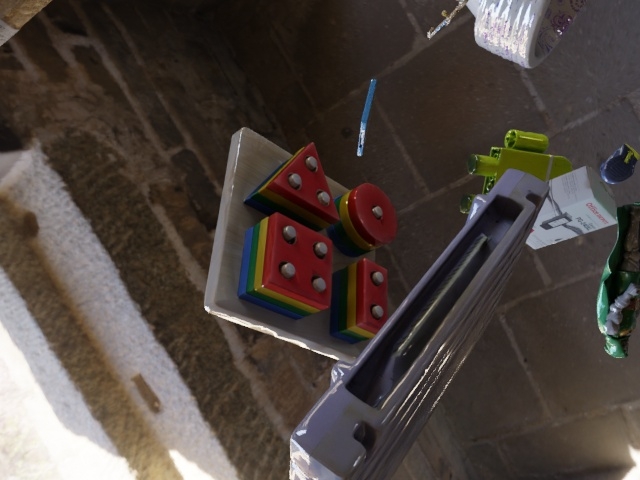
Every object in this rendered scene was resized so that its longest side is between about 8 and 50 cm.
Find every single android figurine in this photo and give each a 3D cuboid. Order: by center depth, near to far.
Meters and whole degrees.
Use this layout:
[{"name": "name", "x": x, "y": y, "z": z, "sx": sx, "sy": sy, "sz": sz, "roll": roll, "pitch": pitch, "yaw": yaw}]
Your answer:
[{"name": "android figurine", "x": 0.434, "y": -0.107, "z": 1.199, "sx": 0.272, "sy": 0.056, "sz": 0.249, "roll": 3, "pitch": 101, "yaw": -16}]

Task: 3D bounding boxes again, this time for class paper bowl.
[{"name": "paper bowl", "x": 0.309, "y": -0.406, "z": 0.792, "sx": 0.148, "sy": 0.284, "sz": 0.284, "roll": 34, "pitch": 116, "yaw": 18}]

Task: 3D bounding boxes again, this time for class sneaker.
[{"name": "sneaker", "x": 0.604, "y": -0.146, "z": 1.144, "sx": 0.053, "sy": 0.144, "sz": 0.059, "roll": 49, "pitch": 140, "yaw": 9}]

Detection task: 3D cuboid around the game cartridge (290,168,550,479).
[{"name": "game cartridge", "x": 0.093, "y": 0.111, "z": 0.521, "sx": 0.068, "sy": 0.355, "sz": 0.230, "roll": 32, "pitch": 141, "yaw": 19}]

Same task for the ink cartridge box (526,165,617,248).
[{"name": "ink cartridge box", "x": 0.404, "y": -0.051, "z": 0.941, "sx": 0.150, "sy": 0.109, "sz": 0.063, "roll": -24, "pitch": 53, "yaw": 39}]

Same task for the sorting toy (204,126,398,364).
[{"name": "sorting toy", "x": 0.000, "y": 0.000, "z": 0.718, "sx": 0.089, "sy": 0.257, "sz": 0.256, "roll": -27, "pitch": 48, "yaw": 40}]

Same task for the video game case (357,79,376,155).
[{"name": "video game case", "x": 0.113, "y": -0.298, "z": 1.373, "sx": 0.015, "sy": 0.166, "sz": 0.119, "roll": 13, "pitch": 72, "yaw": 4}]

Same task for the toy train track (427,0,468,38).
[{"name": "toy train track", "x": 0.154, "y": -0.278, "z": 0.690, "sx": 0.014, "sy": 0.048, "sz": 0.083, "roll": 38, "pitch": 160, "yaw": -10}]

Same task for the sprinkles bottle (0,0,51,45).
[{"name": "sprinkles bottle", "x": -0.476, "y": -0.296, "z": 0.733, "sx": 0.355, "sy": 0.121, "sz": 0.121, "roll": -38, "pitch": 85, "yaw": 4}]

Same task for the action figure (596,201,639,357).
[{"name": "action figure", "x": 0.458, "y": 0.064, "z": 0.827, "sx": 0.063, "sy": 0.137, "sz": 0.233, "roll": 21, "pitch": 111, "yaw": 51}]
